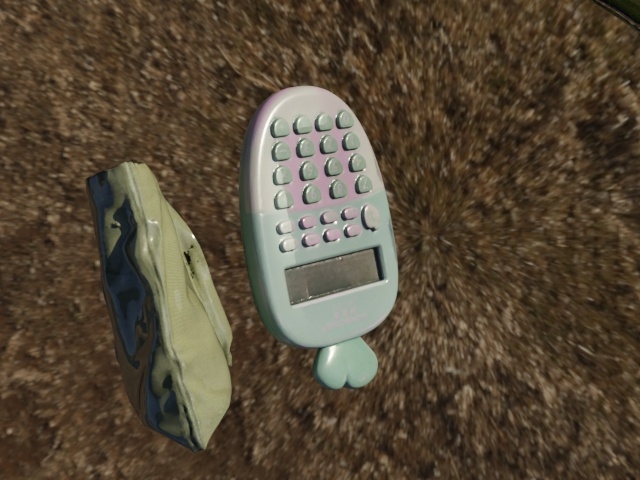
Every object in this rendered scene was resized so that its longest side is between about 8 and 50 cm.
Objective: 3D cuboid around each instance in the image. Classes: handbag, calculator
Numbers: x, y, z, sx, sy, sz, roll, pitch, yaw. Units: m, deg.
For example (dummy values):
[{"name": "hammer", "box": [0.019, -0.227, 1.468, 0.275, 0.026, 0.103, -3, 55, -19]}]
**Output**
[{"name": "handbag", "box": [-0.144, 0.070, 1.053, 0.109, 0.316, 0.253, -15, 83, -6]}, {"name": "calculator", "box": [0.000, 0.000, 1.090, 0.041, 0.185, 0.299, -4, 98, 46]}]

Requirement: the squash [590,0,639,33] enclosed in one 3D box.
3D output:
[{"name": "squash", "box": [0.209, -0.112, 0.528, 0.094, 0.094, 0.341, -48, 59, 4]}]
